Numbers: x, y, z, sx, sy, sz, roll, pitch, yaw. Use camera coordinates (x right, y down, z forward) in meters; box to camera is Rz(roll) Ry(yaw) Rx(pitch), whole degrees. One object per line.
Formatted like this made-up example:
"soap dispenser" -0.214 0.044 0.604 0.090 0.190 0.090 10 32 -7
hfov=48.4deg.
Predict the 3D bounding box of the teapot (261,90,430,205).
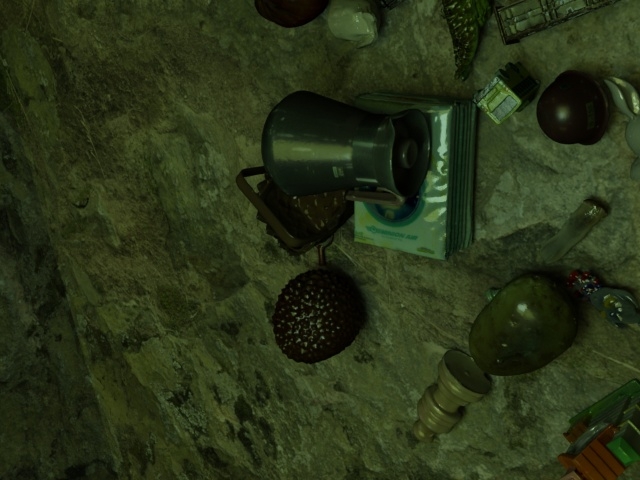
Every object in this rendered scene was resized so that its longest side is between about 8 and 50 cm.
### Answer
"teapot" 0.065 -0.197 1.657 0.344 0.253 0.300 11 147 32

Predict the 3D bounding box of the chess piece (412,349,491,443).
"chess piece" 0.335 0.453 1.977 0.139 0.124 0.307 22 128 -6

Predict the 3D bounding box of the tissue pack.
"tissue pack" 0.230 -0.167 1.780 0.287 0.162 0.387 12 115 33

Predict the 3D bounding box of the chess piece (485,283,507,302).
"chess piece" 0.466 0.125 1.797 0.093 0.042 0.042 -32 86 33

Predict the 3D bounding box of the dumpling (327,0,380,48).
"dumpling" 0.085 -0.547 1.783 0.199 0.118 0.136 44 148 50

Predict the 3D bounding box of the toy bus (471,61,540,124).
"toy bus" 0.415 -0.328 1.579 0.101 0.175 0.088 46 128 5

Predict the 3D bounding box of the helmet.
"helmet" 0.525 -0.265 1.534 0.155 0.106 0.175 35 150 48

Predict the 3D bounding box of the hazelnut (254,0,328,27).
"hazelnut" -0.076 -0.635 1.822 0.204 0.178 0.177 35 126 38

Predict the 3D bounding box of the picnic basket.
"picnic basket" -0.053 -0.111 1.911 0.254 0.321 0.291 51 124 14

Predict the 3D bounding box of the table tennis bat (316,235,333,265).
"table tennis bat" 0.000 0.000 2.109 0.098 0.019 0.154 5 107 34

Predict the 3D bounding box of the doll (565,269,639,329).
"doll" 0.659 0.138 1.642 0.195 0.062 0.104 38 125 28

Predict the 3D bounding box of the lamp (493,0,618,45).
"lamp" 0.530 -0.504 1.480 0.325 0.090 0.089 -14 98 38

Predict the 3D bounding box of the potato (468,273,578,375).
"potato" 0.484 0.213 1.724 0.210 0.173 0.307 35 129 -4

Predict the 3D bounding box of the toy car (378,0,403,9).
"toy car" 0.154 -0.642 1.722 0.071 0.062 0.165 -29 88 41

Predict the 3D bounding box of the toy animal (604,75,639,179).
"toy animal" 0.670 -0.247 1.461 0.131 0.104 0.220 -15 98 41

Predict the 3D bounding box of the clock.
"clock" 0.653 0.463 1.642 0.106 0.255 0.220 49 127 12

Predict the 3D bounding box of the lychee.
"lychee" -0.015 0.213 2.043 0.268 0.267 0.267 14 114 32

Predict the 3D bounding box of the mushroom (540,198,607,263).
"mushroom" 0.583 -0.018 1.652 0.059 0.054 0.202 48 134 19

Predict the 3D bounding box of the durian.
"durian" 0.323 -0.545 1.595 0.107 0.132 0.375 14 121 46
